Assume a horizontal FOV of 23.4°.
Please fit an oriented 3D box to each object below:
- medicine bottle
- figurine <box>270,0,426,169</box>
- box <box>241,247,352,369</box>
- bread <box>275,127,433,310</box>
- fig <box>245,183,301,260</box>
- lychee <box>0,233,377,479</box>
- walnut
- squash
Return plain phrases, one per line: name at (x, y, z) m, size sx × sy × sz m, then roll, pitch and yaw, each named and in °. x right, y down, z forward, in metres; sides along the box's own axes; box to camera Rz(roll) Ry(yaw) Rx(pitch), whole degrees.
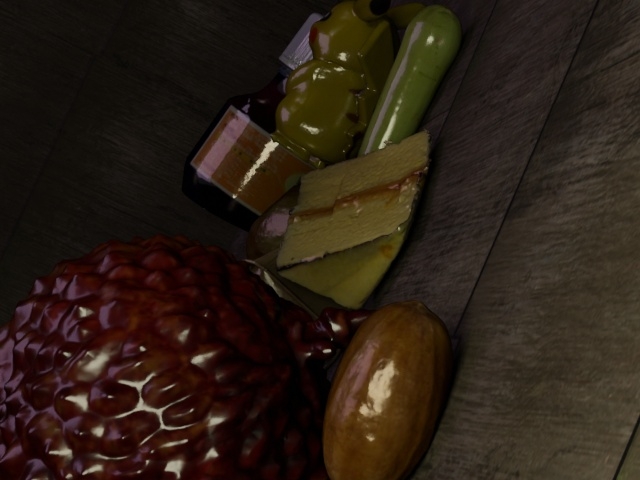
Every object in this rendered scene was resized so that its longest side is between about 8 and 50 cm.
medicine bottle at (-0.059, -0.205, 2.729) m, size 0.395 × 0.242 × 0.242 m, roll -58°, pitch 9°, yaw 9°
figurine at (0.042, -0.273, 2.532) m, size 0.218 × 0.169 × 0.326 m, roll 19°, pitch -89°, yaw -75°
box at (-0.041, 0.090, 2.014) m, size 0.111 × 0.177 × 0.111 m, roll -47°, pitch -4°, yaw -5°
bread at (0.050, -0.054, 1.952) m, size 0.178 × 0.135 × 0.240 m, roll -59°, pitch 8°, yaw 35°
fig at (-0.002, -0.001, 2.159) m, size 0.170 × 0.145 × 0.274 m, roll -43°, pitch 18°, yaw -18°
lychee at (-0.160, 0.191, 1.667) m, size 0.500 × 0.424 × 0.424 m, roll -34°, pitch 13°, yaw 6°
walnut at (0.058, 0.154, 1.422) m, size 0.116 × 0.116 × 0.207 m, roll -175°, pitch 103°, yaw -81°
squash at (0.125, -0.212, 2.162) m, size 0.083 × 0.083 × 0.250 m, roll -102°, pitch 36°, yaw -76°
